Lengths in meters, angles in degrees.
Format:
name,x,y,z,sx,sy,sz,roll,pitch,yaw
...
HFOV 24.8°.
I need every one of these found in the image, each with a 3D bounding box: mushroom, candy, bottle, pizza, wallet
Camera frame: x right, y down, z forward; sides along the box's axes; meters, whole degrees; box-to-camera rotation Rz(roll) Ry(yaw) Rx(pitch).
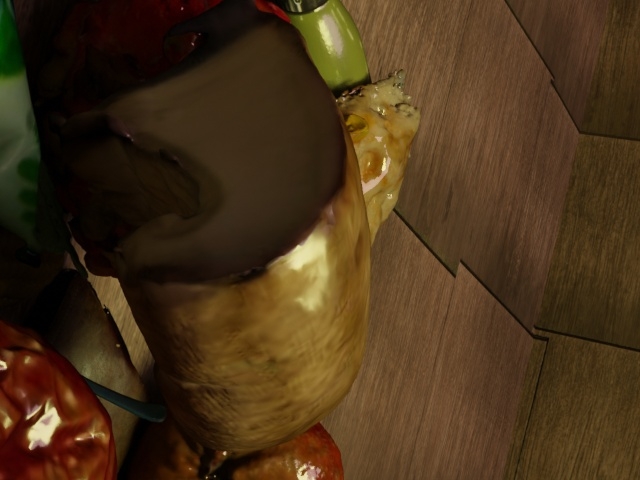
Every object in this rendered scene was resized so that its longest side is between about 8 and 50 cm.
name,x,y,z,sx,sy,sz,roll,pitch,yaw
mushroom,-0.038,0.057,1.188,0.224,0.314,0.397,-24,131,-10
candy,-0.281,-0.150,1.076,0.398,0.172,0.263,56,17,-55
bottle,-0.001,-0.231,1.806,0.260,0.112,0.112,74,34,-48
pizza,-0.019,0.024,1.770,0.435,0.080,0.392,-29,137,-47
wallet,-0.239,0.147,1.503,0.255,0.031,0.137,75,32,-47

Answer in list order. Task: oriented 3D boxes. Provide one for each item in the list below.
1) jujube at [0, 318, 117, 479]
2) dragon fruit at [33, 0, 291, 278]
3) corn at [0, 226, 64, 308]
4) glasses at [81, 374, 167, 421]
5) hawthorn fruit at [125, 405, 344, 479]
name,x,y,z,sx,sy,sz,roll,pitch,yaw
jujube,-0.306,0.174,1.034,0.377,0.276,0.276,25,76,-65
dragon fruit,-0.132,-0.095,1.370,0.250,0.269,0.291,19,75,-60
corn,-0.320,-0.005,1.134,0.363,0.120,0.120,10,90,-68
glasses,-0.235,0.157,1.279,0.088,0.220,0.190,-66,167,-57
hawthorn fruit,-0.088,0.277,1.639,0.262,0.258,0.258,32,69,-49
